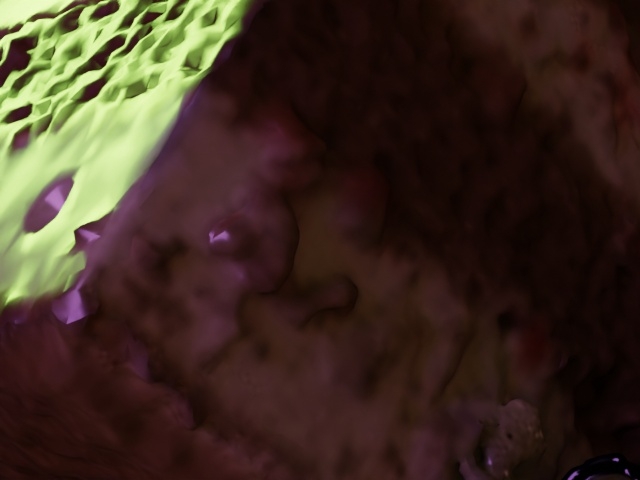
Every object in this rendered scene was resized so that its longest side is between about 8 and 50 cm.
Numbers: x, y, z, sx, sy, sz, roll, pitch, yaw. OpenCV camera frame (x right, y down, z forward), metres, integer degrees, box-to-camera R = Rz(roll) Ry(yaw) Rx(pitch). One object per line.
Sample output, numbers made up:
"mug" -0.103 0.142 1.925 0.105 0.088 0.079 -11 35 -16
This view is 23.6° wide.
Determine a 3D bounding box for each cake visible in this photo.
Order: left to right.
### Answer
"cake" 0.000 0.000 0.566 0.282 0.256 0.290 -9 46 50

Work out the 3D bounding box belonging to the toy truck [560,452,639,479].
"toy truck" 0.188 0.060 0.408 0.257 0.127 0.127 -49 44 20
